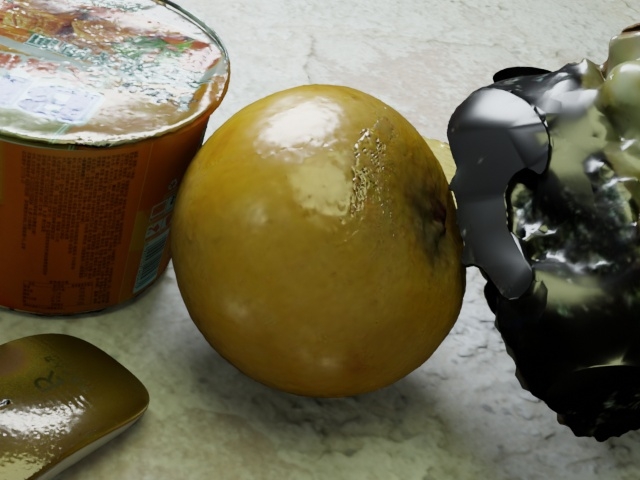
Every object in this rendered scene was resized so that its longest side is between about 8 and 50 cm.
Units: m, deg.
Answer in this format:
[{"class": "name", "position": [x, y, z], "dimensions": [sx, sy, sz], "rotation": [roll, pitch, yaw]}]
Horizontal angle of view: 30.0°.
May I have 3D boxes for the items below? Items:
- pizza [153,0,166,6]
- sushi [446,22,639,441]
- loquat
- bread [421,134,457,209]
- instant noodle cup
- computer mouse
[{"class": "pizza", "position": [-0.269, -0.227, 1.358], "dimensions": [0.161, 0.085, 0.305], "rotation": [40, 41, -2]}, {"class": "sushi", "position": [0.291, -0.014, 1.016], "dimensions": [0.285, 0.328, 0.328], "rotation": [-26, 50, 19]}, {"class": "loquat", "position": [0.000, 0.000, 0.999], "dimensions": [0.263, 0.263, 0.263], "rotation": [9, 37, -7]}, {"class": "bread", "position": [0.060, -0.078, 1.312], "dimensions": [0.250, 0.039, 0.182], "rotation": [24, 38, 12]}, {"class": "instant noodle cup", "position": [-0.236, -0.081, 1.070], "dimensions": [0.296, 0.214, 0.296], "rotation": [9, 37, -7]}, {"class": "computer mouse", "position": [-0.242, 0.144, 0.911], "dimensions": [0.126, 0.056, 0.245], "rotation": [35, 43, 26]}]
